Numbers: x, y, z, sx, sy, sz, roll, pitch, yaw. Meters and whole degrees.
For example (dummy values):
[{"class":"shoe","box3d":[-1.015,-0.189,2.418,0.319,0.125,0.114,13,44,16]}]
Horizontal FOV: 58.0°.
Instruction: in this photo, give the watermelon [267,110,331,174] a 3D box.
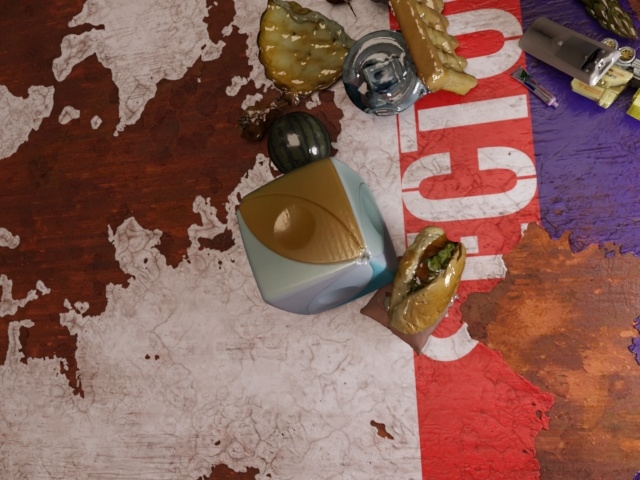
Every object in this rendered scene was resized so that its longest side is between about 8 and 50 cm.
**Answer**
[{"class":"watermelon","box3d":[-0.067,-0.302,1.837,0.212,0.212,0.212,-1,85,17]}]

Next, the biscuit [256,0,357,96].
[{"class":"biscuit","box3d":[-0.056,-0.639,1.857,0.329,0.078,0.335,-22,118,17]}]

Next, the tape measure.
[{"class":"tape measure","box3d":[0.202,-0.514,1.769,0.275,0.147,0.256,-23,100,16]}]

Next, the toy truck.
[{"class":"toy truck","box3d":[0.841,-0.432,1.606,0.272,0.124,0.157,35,96,17]}]

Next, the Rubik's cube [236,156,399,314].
[{"class":"Rubik's cube","box3d":[0.000,0.000,1.695,0.352,0.351,0.347,-25,69,15]}]

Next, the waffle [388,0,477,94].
[{"class":"waffle","box3d":[0.321,-0.593,1.689,0.077,0.304,0.348,-26,81,34]}]

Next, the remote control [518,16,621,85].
[{"class":"remote control","box3d":[0.685,-0.546,1.627,0.109,0.055,0.313,-51,41,16]}]

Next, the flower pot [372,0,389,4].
[{"class":"flower pot","box3d":[0.219,-0.863,1.798,0.246,0.195,0.246,-1,87,17]}]

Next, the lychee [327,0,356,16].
[{"class":"lychee","box3d":[0.062,-0.821,1.892,0.140,0.114,0.101,48,119,39]}]

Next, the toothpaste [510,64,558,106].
[{"class":"toothpaste","box3d":[0.641,-0.456,1.722,0.045,0.028,0.170,-42,71,3]}]

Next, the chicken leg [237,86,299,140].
[{"class":"chicken leg","box3d":[-0.177,-0.427,1.934,0.251,0.107,0.087,-32,41,16]}]

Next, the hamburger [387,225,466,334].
[{"class":"hamburger","box3d":[0.306,0.092,1.624,0.162,0.209,0.330,29,65,19]}]

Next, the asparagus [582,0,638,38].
[{"class":"asparagus","box3d":[0.809,-0.673,1.663,0.080,0.080,0.287,-38,68,11]}]

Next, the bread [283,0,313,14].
[{"class":"bread","box3d":[-0.072,-0.724,1.937,0.232,0.088,0.128,34,98,19]}]

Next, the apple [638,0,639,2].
[{"class":"apple","box3d":[0.931,-0.774,1.495,0.345,0.269,0.345,7,118,13]}]

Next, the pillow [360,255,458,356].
[{"class":"pillow","box3d":[0.269,0.195,1.752,0.236,0.084,0.223,37,89,20]}]
